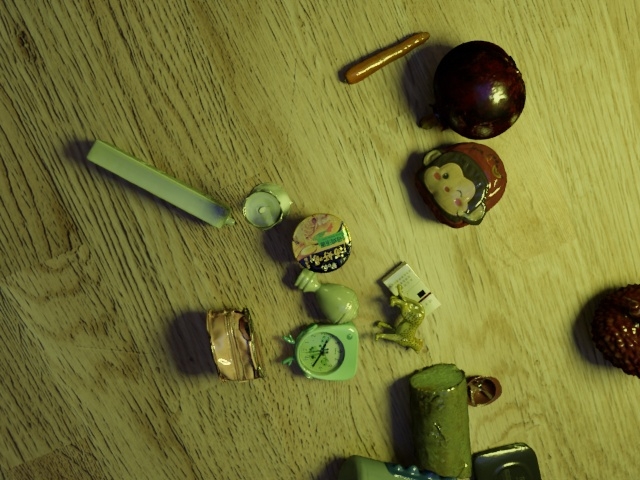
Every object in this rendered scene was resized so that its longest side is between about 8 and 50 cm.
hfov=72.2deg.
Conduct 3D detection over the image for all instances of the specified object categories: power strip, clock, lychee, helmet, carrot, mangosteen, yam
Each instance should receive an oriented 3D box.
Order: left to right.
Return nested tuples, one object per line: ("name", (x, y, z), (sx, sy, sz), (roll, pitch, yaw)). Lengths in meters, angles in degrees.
("power strip", (-0.388, -0.136, 1.108), (0.385, 0.091, 0.062), (28, 94, -7))
("clock", (-0.002, 0.298, 1.208), (0.210, 0.066, 0.159), (4, 98, -3))
("carrot", (0.168, -0.466, 1.114), (0.247, 0.043, 0.043), (-29, 99, -1))
("yam", (0.332, 0.504, 1.208), (0.168, 0.168, 0.304), (-5, 98, -2))
("mangosteen", (0.351, -0.343, 1.068), (0.261, 0.235, 0.235), (-28, 101, 35))
("helmet", (0.452, 0.420, 1.254), (0.111, 0.057, 0.089), (-15, 96, -1))
("lychee", (0.860, 0.238, 1.145), (0.300, 0.264, 0.264), (36, 96, -29))

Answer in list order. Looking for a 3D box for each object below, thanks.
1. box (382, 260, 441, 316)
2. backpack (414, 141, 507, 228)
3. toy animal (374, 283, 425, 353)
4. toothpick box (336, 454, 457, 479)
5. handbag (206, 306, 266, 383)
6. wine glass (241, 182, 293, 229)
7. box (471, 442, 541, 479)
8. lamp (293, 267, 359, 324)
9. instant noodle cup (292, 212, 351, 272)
("box", (0.250, 0.142, 1.209), (0.084, 0.040, 0.154), (-40, 98, 4))
("backpack", (0.368, -0.148, 1.129), (0.229, 0.139, 0.229), (-1, 85, 10))
("toy animal", (0.235, 0.215, 1.182), (0.136, 0.073, 0.181), (19, 114, 3))
("toothpick box", (0.231, 0.737, 1.203), (0.354, 0.263, 0.263), (17, 97, -8))
("handbag", (-0.219, 0.269, 1.140), (0.116, 0.179, 0.205), (-12, 100, -8))
("wine glass", (-0.133, -0.085, 1.083), (0.122, 0.183, 0.122), (0, 97, -3))
("box", (0.560, 0.713, 1.313), (0.201, 0.042, 0.213), (-14, 100, -3))
("lamp", (0.018, 0.148, 1.174), (0.193, 0.106, 0.106), (35, 96, 3))
("instant noodle cup", (0.000, 0.000, 1.135), (0.151, 0.122, 0.152), (-1, 97, -5))
